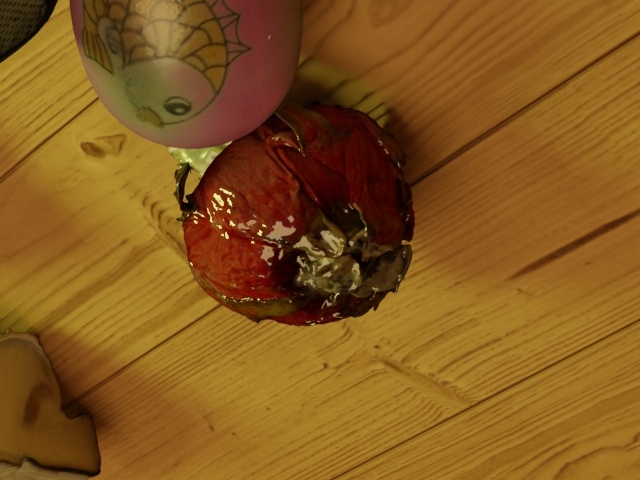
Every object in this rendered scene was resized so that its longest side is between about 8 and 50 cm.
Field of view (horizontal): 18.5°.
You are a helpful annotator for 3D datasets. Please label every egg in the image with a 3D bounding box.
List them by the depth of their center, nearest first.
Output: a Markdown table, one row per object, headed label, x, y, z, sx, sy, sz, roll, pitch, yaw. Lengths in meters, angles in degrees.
| label | x | y | z | sx | sy | sz | roll | pitch | yaw |
| --- | --- | --- | --- | --- | --- | --- | --- | --- | --- |
| egg | -0.114 | -0.205 | 1.615 | 0.196 | 0.196 | 0.271 | -3 | 116 | 25 |

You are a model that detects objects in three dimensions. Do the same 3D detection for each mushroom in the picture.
| label | x | y | z | sx | sy | sz | roll | pitch | yaw |
| --- | --- | --- | --- | --- | --- | --- | --- | --- | --- |
| mushroom | -0.370 | 0.196 | 2.127 | 0.173 | 0.162 | 0.236 | -15 | 161 | 26 |

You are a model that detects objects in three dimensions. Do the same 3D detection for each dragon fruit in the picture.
| label | x | y | z | sx | sy | sz | roll | pitch | yaw |
| --- | --- | --- | --- | --- | --- | --- | --- | --- | --- |
| dragon fruit | 0.003 | 0.000 | 1.723 | 0.148 | 0.218 | 0.224 | 48 | 167 | 42 |

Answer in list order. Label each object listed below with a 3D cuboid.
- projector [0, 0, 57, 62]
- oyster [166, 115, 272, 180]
| label | x | y | z | sx | sy | sz | roll | pitch | yaw |
| --- | --- | --- | --- | --- | --- | --- | --- | --- | --- |
| projector | -0.368 | -0.351 | 1.468 | 0.395 | 0.242 | 0.405 | 35 | 136 | 13 |
| oyster | -0.086 | -0.107 | 1.792 | 0.209 | 0.072 | 0.133 | 42 | 145 | 7 |
